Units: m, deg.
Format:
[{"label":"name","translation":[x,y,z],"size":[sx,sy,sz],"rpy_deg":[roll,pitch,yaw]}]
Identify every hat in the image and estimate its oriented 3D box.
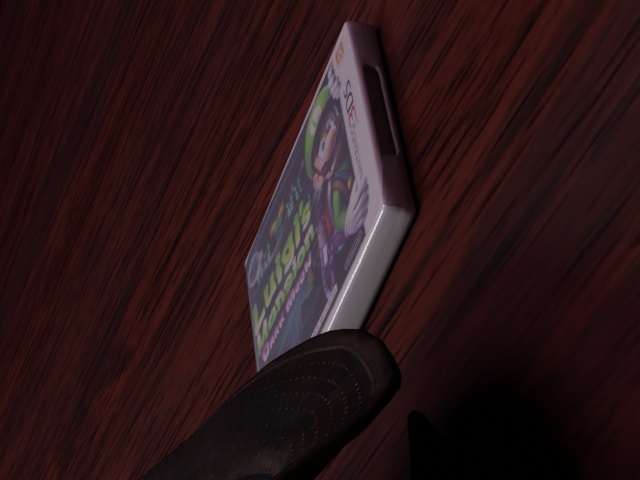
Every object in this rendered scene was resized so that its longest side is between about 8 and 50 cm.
[{"label":"hat","translation":[-0.060,0.192,0.807],"size":[0.331,0.134,0.331],"rpy_deg":[-42,5,5]}]

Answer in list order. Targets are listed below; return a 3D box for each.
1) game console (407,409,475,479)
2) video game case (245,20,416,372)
[{"label":"game console","translation":[0.040,0.149,0.789],"size":[0.107,0.071,0.122],"rpy_deg":[-48,32,40]},{"label":"video game case","translation":[0.000,0.000,1.118],"size":[0.173,0.022,0.190],"rpy_deg":[-99,26,-50]}]
